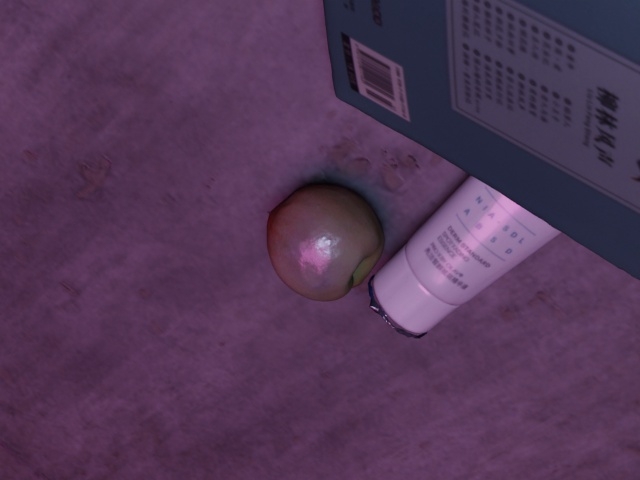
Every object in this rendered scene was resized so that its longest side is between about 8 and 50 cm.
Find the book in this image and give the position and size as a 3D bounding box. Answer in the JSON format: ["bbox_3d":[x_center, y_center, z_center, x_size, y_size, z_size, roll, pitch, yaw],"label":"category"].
[{"bbox_3d":[0.144,-0.078,0.770,0.379,0.031,0.264,34,157,25],"label":"book"}]

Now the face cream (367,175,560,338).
[{"bbox_3d":[0.130,-0.024,0.949,0.092,0.058,0.243,42,122,-5],"label":"face cream"}]

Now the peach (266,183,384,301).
[{"bbox_3d":[0.002,0.000,0.998,0.083,0.083,0.083,10,127,14],"label":"peach"}]
